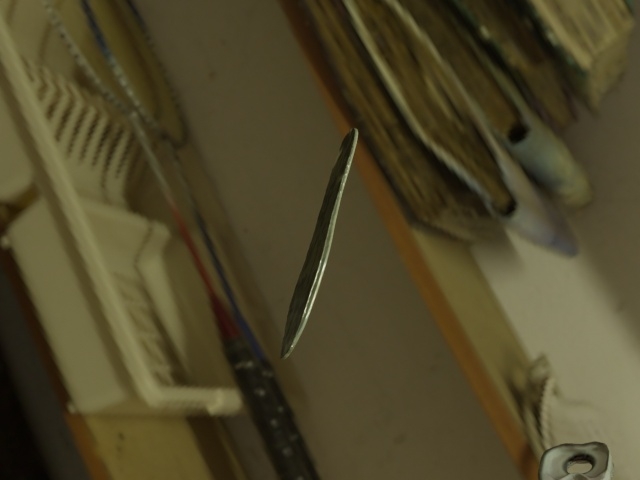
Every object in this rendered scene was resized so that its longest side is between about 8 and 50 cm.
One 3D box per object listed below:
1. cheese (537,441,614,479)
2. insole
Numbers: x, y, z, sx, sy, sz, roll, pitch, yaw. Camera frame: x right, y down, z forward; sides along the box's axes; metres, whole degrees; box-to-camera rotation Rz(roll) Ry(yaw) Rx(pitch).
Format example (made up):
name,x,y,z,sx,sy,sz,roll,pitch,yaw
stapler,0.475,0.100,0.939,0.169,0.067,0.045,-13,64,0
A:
name,x,y,z,sx,sy,sz,roll,pitch,yaw
cheese,0.154,0.222,0.849,0.286,0.163,0.082,-57,136,-53
insole,0.000,0.000,0.990,0.006,0.193,0.065,21,-24,-11
